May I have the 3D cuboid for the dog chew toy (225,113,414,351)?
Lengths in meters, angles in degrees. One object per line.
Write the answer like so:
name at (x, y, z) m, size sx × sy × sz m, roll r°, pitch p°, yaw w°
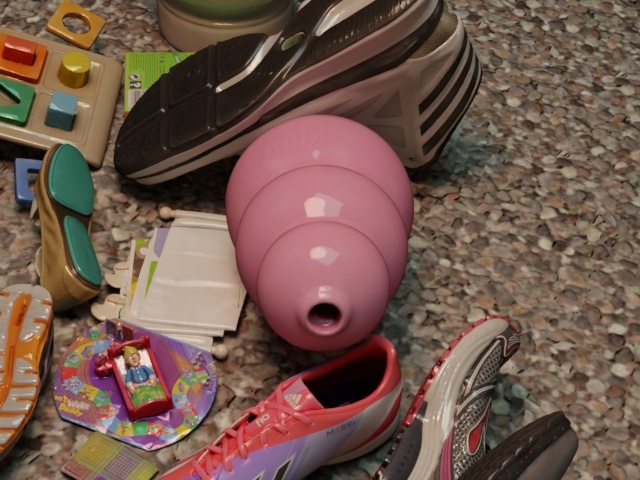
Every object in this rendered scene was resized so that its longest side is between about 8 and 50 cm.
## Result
dog chew toy at (0.000, 0.000, 1.414) m, size 0.207 × 0.206 × 0.332 m, roll 2°, pitch 25°, yaw -2°

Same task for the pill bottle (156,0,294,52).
pill bottle at (-0.123, -0.441, 1.761) m, size 0.224 × 0.392 × 0.224 m, roll 2°, pitch 45°, yaw -2°

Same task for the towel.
towel at (-0.208, 0.225, 1.346) m, size 0.083 × 0.009 × 0.060 m, roll 25°, pitch 47°, yaw 20°

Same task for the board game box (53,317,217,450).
board game box at (-0.193, 0.139, 1.405) m, size 0.169 × 0.033 × 0.133 m, roll 19°, pitch 53°, yaw 12°

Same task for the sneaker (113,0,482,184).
sneaker at (-0.011, -0.130, 1.622) m, size 0.447 × 0.257 × 0.169 m, roll -25°, pitch 41°, yaw 19°

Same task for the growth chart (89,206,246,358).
growth chart at (-0.152, 0.043, 1.529) m, size 0.172 × 0.021 × 0.237 m, roll 11°, pitch 45°, yaw 8°

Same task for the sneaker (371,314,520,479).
sneaker at (0.129, 0.201, 1.332) m, size 0.112 × 0.121 × 0.299 m, roll 29°, pitch 55°, yaw 4°

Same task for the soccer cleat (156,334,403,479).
soccer cleat at (-0.051, 0.194, 1.312) m, size 0.318 × 0.116 × 0.108 m, roll -27°, pitch 53°, yaw -28°

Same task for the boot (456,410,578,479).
boot at (0.168, 0.328, 1.155) m, size 0.223 × 0.118 × 0.338 m, roll 41°, pitch 68°, yaw 1°

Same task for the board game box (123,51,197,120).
board game box at (-0.123, -0.197, 1.767) m, size 0.259 × 0.039 × 0.124 m, roll -3°, pitch 44°, yaw -4°

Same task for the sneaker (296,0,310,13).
sneaker at (0.045, -0.250, 1.801) m, size 0.178 × 0.072 × 0.077 m, roll 17°, pitch 53°, yaw -2°

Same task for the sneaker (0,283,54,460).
sneaker at (-0.312, 0.147, 1.372) m, size 0.084 × 0.083 × 0.215 m, roll 10°, pitch 49°, yaw 6°

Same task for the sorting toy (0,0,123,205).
sorting toy at (-0.345, -0.193, 1.682) m, size 0.196 × 0.047 × 0.347 m, roll 18°, pitch 49°, yaw -15°

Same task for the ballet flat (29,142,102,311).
ballet flat at (-0.298, -0.017, 1.542) m, size 0.073 × 0.080 × 0.232 m, roll -36°, pitch 43°, yaw 21°
